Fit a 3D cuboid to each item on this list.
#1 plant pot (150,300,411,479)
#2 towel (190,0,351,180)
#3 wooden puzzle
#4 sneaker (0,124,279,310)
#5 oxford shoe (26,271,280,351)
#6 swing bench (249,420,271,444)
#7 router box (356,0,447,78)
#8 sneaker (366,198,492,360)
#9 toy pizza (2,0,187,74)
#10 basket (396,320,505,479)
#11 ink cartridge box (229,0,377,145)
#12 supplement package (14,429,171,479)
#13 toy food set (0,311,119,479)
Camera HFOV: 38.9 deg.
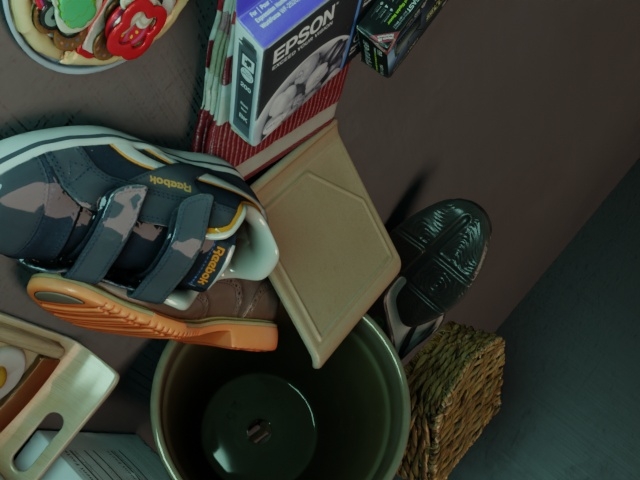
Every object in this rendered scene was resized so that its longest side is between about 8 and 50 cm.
[{"bbox_3d":[-0.066,0.243,1.235,0.323,0.323,0.280,-44,173,-20],"label":"plant pot"},{"bbox_3d":[-0.030,-0.206,0.916,0.237,0.037,0.329,-37,156,-38],"label":"towel"},{"bbox_3d":[0.000,0.000,1.102,0.221,0.044,0.239,-45,119,-44],"label":"wooden puzzle"},{"bbox_3d":[-0.156,-0.015,0.792,0.321,0.127,0.126,-3,136,-52],"label":"sneaker"},{"bbox_3d":[-0.163,0.040,0.967,0.363,0.130,0.133,22,74,-62],"label":"oxford shoe"},{"bbox_3d":[-0.066,0.389,1.473,0.253,0.254,0.165,-30,149,-44],"label":"swing bench"},{"bbox_3d":[0.087,-0.228,0.888,0.122,0.038,0.092,-53,171,-2],"label":"router box"},{"bbox_3d":[0.179,0.073,1.659,0.447,0.169,0.257,-56,169,31],"label":"sneaker"},{"bbox_3d":[-0.146,-0.209,0.676,0.201,0.032,0.201,-42,157,-23],"label":"toy pizza"},{"bbox_3d":[0.177,0.264,1.643,0.299,0.223,0.214,-36,133,-46],"label":"basket"},{"bbox_3d":[0.001,-0.211,0.822,0.206,0.045,0.208,-45,166,-24],"label":"ink cartridge box"},{"bbox_3d":[-0.279,0.329,1.111,0.139,0.134,0.244,-52,159,1],"label":"supplement package"},{"bbox_3d":[-0.330,0.179,0.832,0.220,0.092,0.306,-50,159,-4],"label":"toy food set"}]
